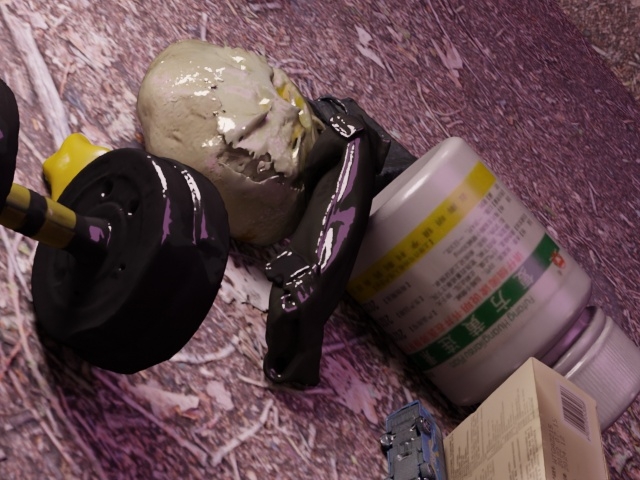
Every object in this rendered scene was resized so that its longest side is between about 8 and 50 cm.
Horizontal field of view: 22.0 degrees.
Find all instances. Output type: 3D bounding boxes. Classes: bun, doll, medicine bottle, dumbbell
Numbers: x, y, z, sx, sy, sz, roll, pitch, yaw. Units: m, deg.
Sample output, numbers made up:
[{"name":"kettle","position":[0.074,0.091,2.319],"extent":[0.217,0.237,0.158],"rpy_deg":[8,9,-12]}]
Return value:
[{"name":"bun","position":[-0.082,-0.113,1.710],"extent":[0.239,0.141,0.239],"rpy_deg":[42,25,-24]},{"name":"doll","position":[-0.198,-0.051,1.517],"extent":[0.113,0.071,0.135],"rpy_deg":[46,17,-27]},{"name":"medicine bottle","position":[0.186,0.073,1.808],"extent":[0.339,0.208,0.208],"rpy_deg":[47,23,-3]},{"name":"dumbbell","position":[-0.227,-0.021,1.266],"extent":[0.388,0.185,0.185],"rpy_deg":[26,32,-40]}]

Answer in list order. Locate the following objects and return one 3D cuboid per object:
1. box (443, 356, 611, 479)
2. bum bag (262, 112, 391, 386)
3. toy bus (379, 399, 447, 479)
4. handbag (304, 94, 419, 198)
[{"name":"box","position":[0.191,0.245,1.602],"extent":[0.095,0.168,0.212],"rpy_deg":[37,26,-17]},{"name":"bum bag","position":[0.000,0.000,1.634],"extent":[0.142,0.080,0.326],"rpy_deg":[83,21,-54]},{"name":"toy bus","position":[0.095,0.226,1.618],"extent":[0.061,0.051,0.153],"rpy_deg":[52,19,-26]},{"name":"handbag","position":[0.028,-0.110,1.991],"extent":[0.175,0.088,0.270],"rpy_deg":[47,22,15]}]
